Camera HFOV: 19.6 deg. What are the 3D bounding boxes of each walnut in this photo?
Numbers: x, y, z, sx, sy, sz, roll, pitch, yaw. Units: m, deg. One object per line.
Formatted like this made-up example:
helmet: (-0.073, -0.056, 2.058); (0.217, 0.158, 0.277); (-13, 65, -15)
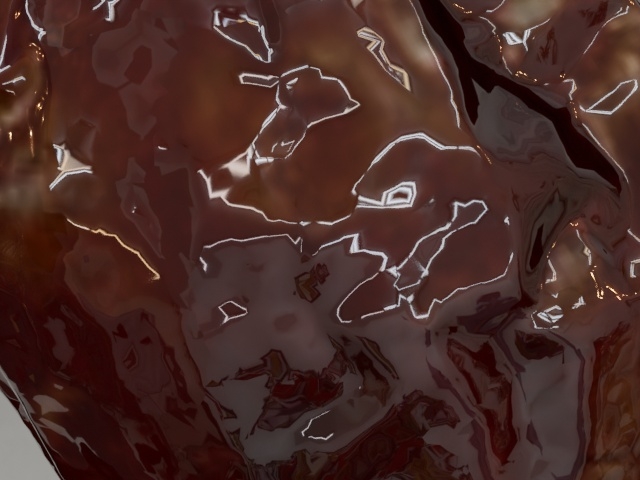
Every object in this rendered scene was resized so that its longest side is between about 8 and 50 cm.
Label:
walnut: (0.000, 0.000, 0.558); (0.221, 0.269, 0.244); (-9, 24, 4)
